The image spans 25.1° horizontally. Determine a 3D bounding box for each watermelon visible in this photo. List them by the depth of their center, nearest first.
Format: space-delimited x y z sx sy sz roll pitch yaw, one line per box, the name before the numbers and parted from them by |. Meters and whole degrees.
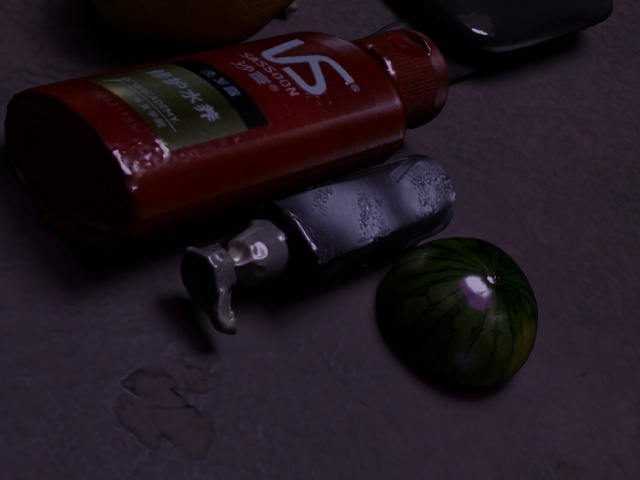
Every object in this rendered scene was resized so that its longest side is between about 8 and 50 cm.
watermelon | 0.092 0.036 0.894 0.105 0.062 0.105 16 43 -15

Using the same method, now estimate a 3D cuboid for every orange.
orange | -0.071 -0.181 0.936 0.170 0.112 0.160 2 24 28

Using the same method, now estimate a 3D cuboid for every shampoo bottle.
shampoo bottle | 0.000 -0.001 0.871 0.207 0.057 0.063 -21 70 -44
shampoo bottle | -0.040 -0.076 0.895 0.118 0.076 0.314 36 36 30

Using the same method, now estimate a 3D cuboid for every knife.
knife | 0.110 -0.161 1.130 0.072 0.019 0.245 45 42 18

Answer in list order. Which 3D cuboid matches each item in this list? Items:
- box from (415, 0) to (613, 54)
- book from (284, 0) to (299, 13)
box | 0.134 -0.232 1.179 0.212 0.042 0.201 -19 55 -42
book | -0.130 -0.328 1.111 0.239 0.035 0.352 17 43 -23
